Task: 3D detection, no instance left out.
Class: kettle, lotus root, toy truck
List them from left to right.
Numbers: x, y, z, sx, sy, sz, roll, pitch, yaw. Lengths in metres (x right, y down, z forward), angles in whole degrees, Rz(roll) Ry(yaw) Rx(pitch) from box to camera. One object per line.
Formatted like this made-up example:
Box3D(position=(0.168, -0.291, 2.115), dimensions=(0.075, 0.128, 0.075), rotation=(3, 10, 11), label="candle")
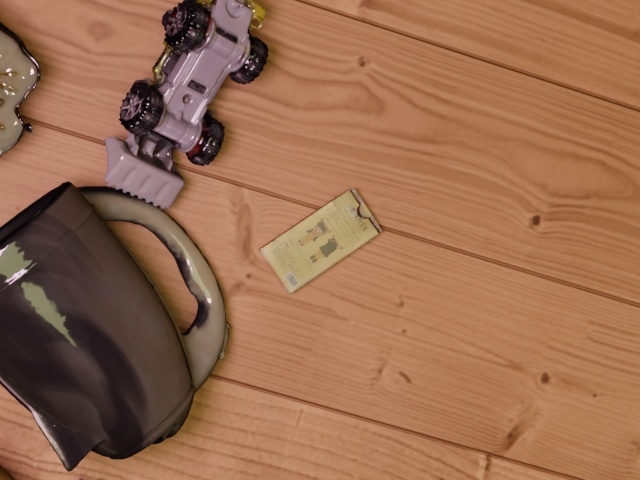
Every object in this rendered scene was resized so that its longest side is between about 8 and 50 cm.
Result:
Box3D(position=(-0.431, -0.196, 1.745), dimensions=(0.183, 0.078, 0.203), rotation=(-40, 91, 11), label="lotus root")
Box3D(position=(-0.262, 0.096, 1.737), dimensions=(0.324, 0.228, 0.321), rotation=(53, 56, -13), label="kettle")
Box3D(position=(-0.172, -0.187, 1.759), dimensions=(0.136, 0.111, 0.286), rotation=(25, 99, -38), label="toy truck")

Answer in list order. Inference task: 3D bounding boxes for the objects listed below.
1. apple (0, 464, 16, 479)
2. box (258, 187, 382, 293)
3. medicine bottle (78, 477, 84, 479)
Box3D(position=(-0.482, 0.356, 1.722), dimensions=(0.261, 0.194, 0.260), rotation=(0, 94, -4), label="apple")
Box3D(position=(0.000, 0.000, 1.838), dimensions=(0.149, 0.020, 0.073), rotation=(-33, 96, -3), label="box")
Box3D(position=(-0.359, 0.388, 1.807), dimensions=(0.058, 0.057, 0.199), rotation=(35, 89, -8), label="medicine bottle")
